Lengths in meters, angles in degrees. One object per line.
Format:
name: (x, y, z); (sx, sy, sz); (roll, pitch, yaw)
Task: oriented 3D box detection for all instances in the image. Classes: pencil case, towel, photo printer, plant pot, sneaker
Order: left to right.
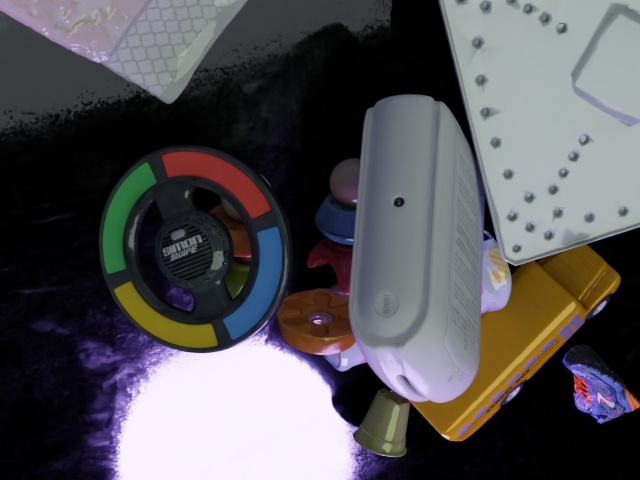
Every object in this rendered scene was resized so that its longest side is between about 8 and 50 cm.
towel: (-0.156, -0.314, 0.870); (0.332, 0.053, 0.317); (-51, 140, 9)
plant pot: (0.099, 0.265, 1.431); (0.083, 0.083, 0.079); (8, 103, -33)
pencil case: (0.119, 0.077, 1.279); (0.273, 0.113, 0.124); (-21, 149, -15)
photo printer: (0.117, 0.026, 1.104); (0.107, 0.308, 0.256); (-3, 159, 21)
sneaker: (0.461, 0.251, 1.617); (0.087, 0.083, 0.221); (-42, 129, 9)

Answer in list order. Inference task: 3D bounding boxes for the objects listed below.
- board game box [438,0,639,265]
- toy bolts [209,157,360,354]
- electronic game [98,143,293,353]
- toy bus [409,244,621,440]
board game box: (0.353, -0.206, 1.131); (0.389, 0.050, 0.390); (-18, 109, 0)
toy bolts: (0.000, 0.000, 1.121); (0.228, 0.218, 0.159); (-20, 126, -38)
electronic game: (-0.139, 0.010, 1.047); (0.229, 0.229, 0.048); (-59, 168, 17)
toy bus: (0.277, 0.135, 1.387); (0.333, 0.108, 0.130); (-47, 155, 7)
